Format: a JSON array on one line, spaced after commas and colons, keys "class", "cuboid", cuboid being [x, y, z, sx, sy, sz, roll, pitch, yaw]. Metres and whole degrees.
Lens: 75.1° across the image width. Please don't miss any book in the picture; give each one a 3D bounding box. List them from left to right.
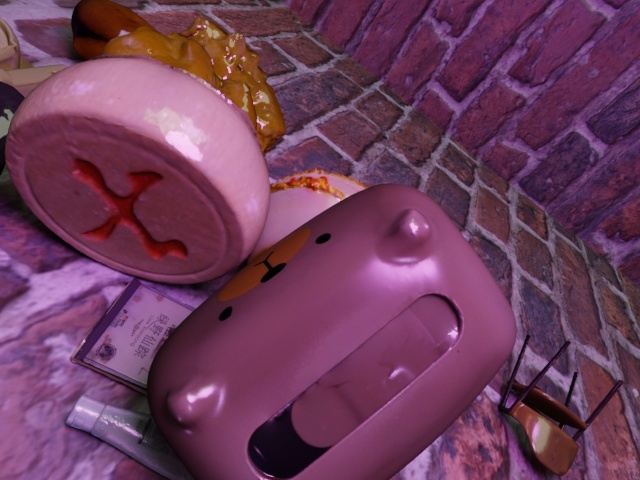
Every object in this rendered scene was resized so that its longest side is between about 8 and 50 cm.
[{"class": "book", "cuboid": [-0.210, 0.161, 0.615, 0.231, 0.026, 0.157, 31, 38, -11]}]

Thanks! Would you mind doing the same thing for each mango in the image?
[{"class": "mango", "cuboid": [-0.432, -0.416, 0.935, 0.287, 0.152, 0.201, 45, 46, 12]}]

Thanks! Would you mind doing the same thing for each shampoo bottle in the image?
[{"class": "shampoo bottle", "cuboid": [-0.211, 0.243, 0.512, 0.191, 0.041, 0.069, 29, 43, -13]}]

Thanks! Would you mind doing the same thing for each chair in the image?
[{"class": "chair", "cuboid": [0.503, 0.357, 0.911, 0.159, 0.172, 0.247, 37, 80, -2]}]

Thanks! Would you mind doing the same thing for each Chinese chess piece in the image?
[{"class": "Chinese chess piece", "cuboid": [-0.237, -0.079, 0.583, 0.338, 0.338, 0.140, 27, 48, -15]}]

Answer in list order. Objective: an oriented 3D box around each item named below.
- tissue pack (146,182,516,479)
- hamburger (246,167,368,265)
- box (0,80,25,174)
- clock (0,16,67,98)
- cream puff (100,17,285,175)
[{"class": "tissue pack", "cuboid": [0.014, 0.121, 0.476, 0.267, 0.387, 0.277, 54, -5, -2]}, {"class": "hamburger", "cuboid": [0.000, 0.000, 0.756, 0.294, 0.276, 0.179, 39, 44, -31]}, {"class": "box", "cuboid": [-0.571, -0.106, 0.448, 0.359, 0.091, 0.350, 22, 61, -23]}, {"class": "clock", "cuboid": [-0.639, -0.313, 0.677, 0.348, 0.117, 0.286, 39, 36, 1]}, {"class": "cream puff", "cuboid": [-0.215, -0.256, 0.786, 0.378, 0.275, 0.378, 45, 6, -6]}]
